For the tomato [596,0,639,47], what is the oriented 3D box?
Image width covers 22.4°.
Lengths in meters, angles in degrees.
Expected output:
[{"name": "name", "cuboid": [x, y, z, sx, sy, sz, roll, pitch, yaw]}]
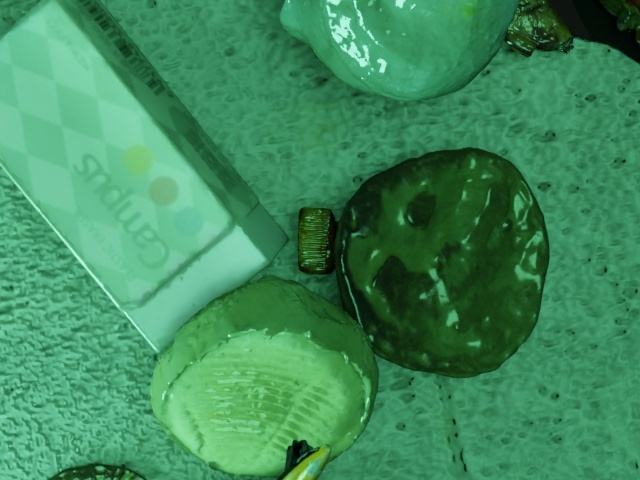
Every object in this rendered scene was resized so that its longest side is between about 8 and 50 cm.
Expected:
[{"name": "tomato", "cuboid": [0.490, -0.340, 1.918, 0.289, 0.176, 0.335, -36, 96, -11]}]

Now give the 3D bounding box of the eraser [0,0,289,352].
[{"name": "eraser", "cuboid": [-0.232, -0.089, 1.852, 0.213, 0.082, 0.397, -40, 97, -5]}]

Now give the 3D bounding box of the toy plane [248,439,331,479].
[{"name": "toy plane", "cuboid": [-0.071, 0.307, 1.816, 0.204, 0.103, 0.316, 25, 122, -17]}]

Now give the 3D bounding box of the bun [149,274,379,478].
[{"name": "bun", "cuboid": [-0.059, 0.144, 1.833, 0.259, 0.152, 0.259, -3, 127, -4]}]

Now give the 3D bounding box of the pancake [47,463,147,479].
[{"name": "pancake", "cuboid": [-0.268, 0.357, 1.892, 0.199, 0.021, 0.199, 0, 92, -10]}]

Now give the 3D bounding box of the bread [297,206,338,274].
[{"name": "bread", "cuboid": [0.000, 0.000, 1.894, 0.053, 0.085, 0.085, 0, 92, -1]}]

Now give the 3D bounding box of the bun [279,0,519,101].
[{"name": "bun", "cuboid": [0.064, -0.328, 1.766, 0.211, 0.362, 0.362, -11, 94, -28]}]

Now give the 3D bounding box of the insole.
[{"name": "insole", "cuboid": [0.357, -0.262, 1.983, 0.188, 0.004, 0.064, 26, 87, -9]}]

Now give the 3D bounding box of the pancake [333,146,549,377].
[{"name": "pancake", "cuboid": [0.144, 0.030, 1.909, 0.294, 0.049, 0.294, 1, 88, -27]}]

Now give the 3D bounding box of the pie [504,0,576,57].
[{"name": "pie", "cuboid": [0.238, -0.286, 1.947, 0.092, 0.034, 0.170, -36, 91, -8]}]
